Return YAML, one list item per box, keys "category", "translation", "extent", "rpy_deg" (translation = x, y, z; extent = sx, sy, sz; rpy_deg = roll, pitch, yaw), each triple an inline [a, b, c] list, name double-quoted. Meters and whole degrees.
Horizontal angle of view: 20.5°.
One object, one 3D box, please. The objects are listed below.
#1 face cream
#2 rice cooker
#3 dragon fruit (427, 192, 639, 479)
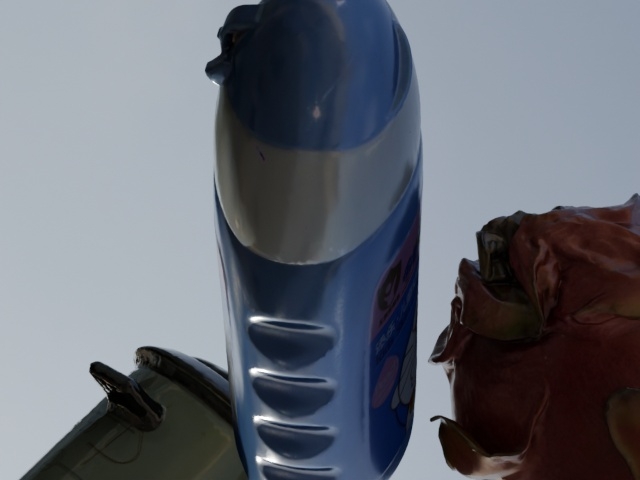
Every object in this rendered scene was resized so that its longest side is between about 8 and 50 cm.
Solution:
- category: "face cream"
  translation: [0.000, 0.000, 0.735]
  extent: [0.264, 0.083, 0.149]
  rpy_deg: [88, 9, -50]
- category: "rice cooker"
  translation: [-0.076, 0.197, 1.101]
  extent: [0.241, 0.227, 0.280]
  rpy_deg: [19, -33, 56]
- category: "dragon fruit"
  translation: [0.201, 0.115, 1.036]
  extent: [0.250, 0.315, 0.250]
  rpy_deg: [-14, -134, 15]
